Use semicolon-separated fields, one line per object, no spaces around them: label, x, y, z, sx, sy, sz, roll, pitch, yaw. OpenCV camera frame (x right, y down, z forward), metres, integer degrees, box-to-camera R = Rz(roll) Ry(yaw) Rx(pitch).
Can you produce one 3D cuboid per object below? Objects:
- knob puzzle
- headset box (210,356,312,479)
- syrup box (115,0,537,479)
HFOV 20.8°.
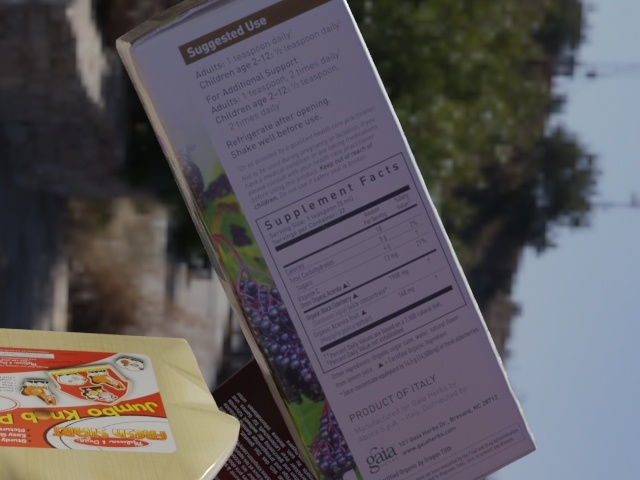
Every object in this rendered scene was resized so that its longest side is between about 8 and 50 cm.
knob puzzle;-0.134;0.098;0.843;0.213;0.213;0.030;-85;-174;-69
headset box;-0.041;0.177;1.215;0.110;0.293;0.218;48;-14;17
syrup box;0.000;0.000;0.768;0.237;0.096;0.093;65;-7;-11
